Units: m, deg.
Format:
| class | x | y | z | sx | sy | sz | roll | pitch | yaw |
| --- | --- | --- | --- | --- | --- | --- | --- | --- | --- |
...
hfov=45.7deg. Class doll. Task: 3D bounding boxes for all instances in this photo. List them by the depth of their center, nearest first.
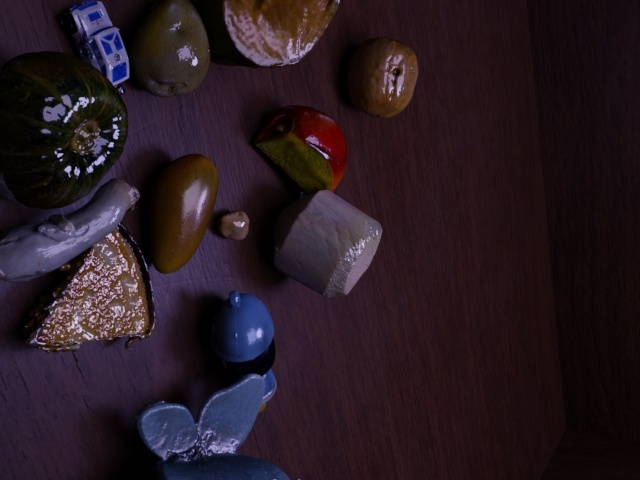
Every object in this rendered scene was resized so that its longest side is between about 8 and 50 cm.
| class | x | y | z | sx | sy | sz | roll | pitch | yaw |
| --- | --- | --- | --- | --- | --- | --- | --- | --- | --- |
| doll | -0.168 | 0.242 | 1.685 | 0.177 | 0.141 | 0.314 | -91 | 176 | -59 |

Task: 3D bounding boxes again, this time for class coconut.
| class | x | y | z | sx | sy | sz | roll | pitch | yaw |
| --- | --- | --- | --- | --- | --- | --- | --- | --- | --- |
| coconut | 0.000 | 0.000 | 1.827 | 0.239 | 0.244 | 0.239 | -55 | 164 | -24 |

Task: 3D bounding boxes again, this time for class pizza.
| class | x | y | z | sx | sy | sz | roll | pitch | yaw |
| --- | --- | --- | --- | --- | --- | --- | --- | --- | --- |
| pizza | -0.403 | 0.125 | 1.388 | 0.287 | 0.074 | 0.251 | -61 | 138 | -31 |

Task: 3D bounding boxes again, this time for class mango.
| class | x | y | z | sx | sy | sz | roll | pitch | yaw |
| --- | --- | --- | --- | --- | --- | --- | --- | --- | --- |
| mango | -0.283 | -0.057 | 1.517 | 0.138 | 0.113 | 0.253 | 28 | 77 | -57 |

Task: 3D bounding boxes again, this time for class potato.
| class | x | y | z | sx | sy | sz | roll | pitch | yaw |
| --- | --- | --- | --- | --- | --- | --- | --- | --- | --- |
| potato | -0.288 | -0.382 | 1.468 | 0.157 | 0.157 | 0.193 | 22 | 61 | -54 |
| potato | -0.194 | -0.035 | 1.697 | 0.083 | 0.062 | 0.068 | 1 | 77 | -34 |

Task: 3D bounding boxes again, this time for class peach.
| class | x | y | z | sx | sy | sz | roll | pitch | yaw |
| --- | --- | --- | --- | --- | --- | --- | --- | --- | --- |
| peach | -0.012 | -0.220 | 1.833 | 0.267 | 0.154 | 0.158 | 44 | 53 | -36 |

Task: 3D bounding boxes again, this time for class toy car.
| class | x | y | z | sx | sy | sz | roll | pitch | yaw |
| --- | --- | --- | --- | --- | --- | --- | --- | --- | --- |
| toy car | -0.395 | -0.342 | 1.363 | 0.080 | 0.070 | 0.170 | -44 | 126 | -46 |

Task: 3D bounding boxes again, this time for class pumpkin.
| class | x | y | z | sx | sy | sz | roll | pitch | yaw |
| --- | --- | --- | --- | --- | --- | --- | --- | --- | --- |
| pumpkin | -0.442 | -0.185 | 1.223 | 0.260 | 0.189 | 0.260 | -54 | 157 | -36 |

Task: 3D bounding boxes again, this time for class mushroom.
| class | x | y | z | sx | sy | sz | roll | pitch | yaw |
| --- | --- | --- | --- | --- | --- | --- | --- | --- | --- |
| mushroom | -0.427 | -0.017 | 1.286 | 0.278 | 0.096 | 0.099 | -34 | 130 | -26 |

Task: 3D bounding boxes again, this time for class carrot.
| class | x | y | z | sx | sy | sz | roll | pitch | yaw |
| --- | --- | --- | --- | --- | --- | --- | --- | --- | --- |
| carrot | -0.127 | -0.469 | 1.539 | 0.242 | 0.341 | 0.241 | -9 | 104 | -38 |

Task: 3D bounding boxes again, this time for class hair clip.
| class | x | y | z | sx | sy | sz | roll | pitch | yaw |
| --- | --- | --- | --- | --- | --- | --- | --- | --- | --- |
| hair clip | -0.212 | 0.485 | 1.478 | 0.318 | 0.238 | 0.392 | 14 | 101 | -48 |

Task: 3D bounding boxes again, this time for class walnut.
| class | x | y | z | sx | sy | sz | roll | pitch | yaw |
| --- | --- | --- | --- | --- | --- | --- | --- | --- | --- |
| walnut | 0.170 | -0.443 | 2.076 | 0.195 | 0.195 | 0.221 | 17 | 80 | -55 |

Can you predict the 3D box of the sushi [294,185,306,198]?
| class | x | y | z | sx | sy | sz | roll | pitch | yaw |
| --- | --- | --- | --- | --- | --- | --- | --- | --- | --- |
| sushi | -0.029 | -0.153 | 1.949 | 0.120 | 0.026 | 0.126 | 21 | 70 | -49 |
